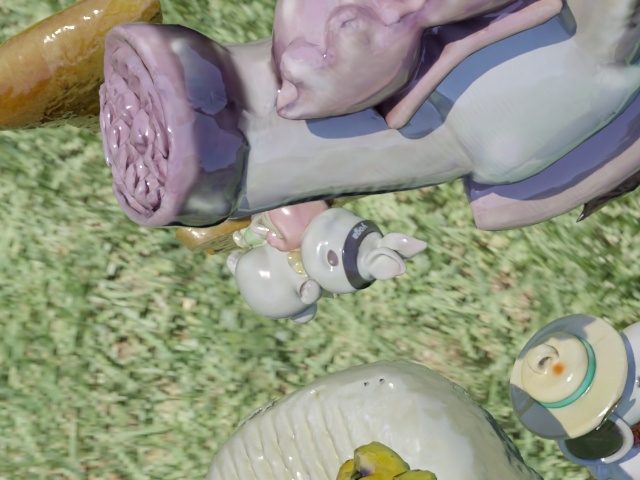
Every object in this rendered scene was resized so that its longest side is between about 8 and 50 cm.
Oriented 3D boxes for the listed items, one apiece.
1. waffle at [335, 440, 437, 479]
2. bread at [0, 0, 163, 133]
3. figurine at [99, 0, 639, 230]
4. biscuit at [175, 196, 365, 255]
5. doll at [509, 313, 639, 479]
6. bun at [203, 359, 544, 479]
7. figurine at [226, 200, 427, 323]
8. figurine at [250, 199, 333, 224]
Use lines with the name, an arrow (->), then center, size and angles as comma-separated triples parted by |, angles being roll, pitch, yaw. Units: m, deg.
waffle -> 0.021, 0.202, 0.570 | 0.052, 0.254, 0.245 | 3, 94, -7
bread -> -0.138, -0.113, 0.962 | 0.136, 0.154, 0.054 | -42, 69, 38
figurine -> -0.009, -0.178, 0.585 | 0.253, 0.211, 0.361 | -30, 67, 9
biscuit -> -0.009, -0.044, 1.349 | 0.238, 0.212, 0.041 | -26, 82, 32
doll -> 0.295, 0.198, 1.596 | 0.208, 0.271, 0.144 | -9, 38, -15
bun -> 0.050, 0.288, 1.332 | 0.359, 0.211, 0.360 | -10, 74, 38
figurine -> -0.006, 0.006, 1.079 | 0.146, 0.098, 0.081 | -27, 34, 52
figurine -> -0.019, -0.010, 1.218 | 0.067, 0.071, 0.083 | -38, 77, 43
